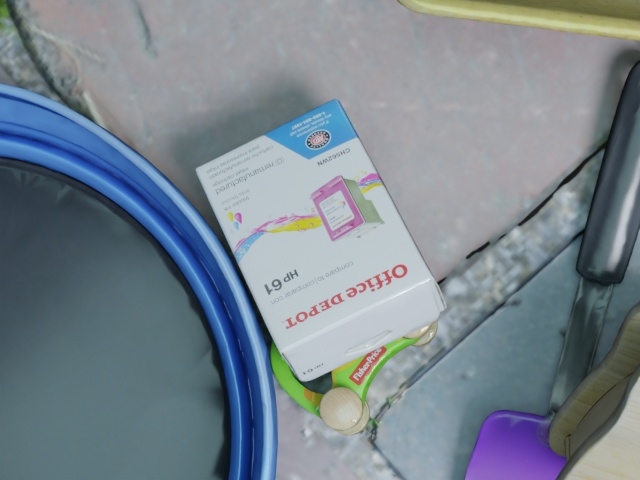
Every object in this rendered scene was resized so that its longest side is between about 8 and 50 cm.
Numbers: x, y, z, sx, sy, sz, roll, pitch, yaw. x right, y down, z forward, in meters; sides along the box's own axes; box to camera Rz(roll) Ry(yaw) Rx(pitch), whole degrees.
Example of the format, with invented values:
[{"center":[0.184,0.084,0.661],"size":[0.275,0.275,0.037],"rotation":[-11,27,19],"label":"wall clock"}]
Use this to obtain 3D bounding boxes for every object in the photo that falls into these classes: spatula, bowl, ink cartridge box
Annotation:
[{"center":[0.143,0.043,0.805],"size":[0.084,0.030,0.296],"rotation":[15,85,7],"label":"spatula"},{"center":[-0.214,0.108,0.816],"size":[0.391,0.077,0.391],"rotation":[-1,83,6],"label":"bowl"},{"center":[0.000,0.000,0.795],"size":[0.088,0.052,0.122],"rotation":[-27,65,0],"label":"ink cartridge box"}]

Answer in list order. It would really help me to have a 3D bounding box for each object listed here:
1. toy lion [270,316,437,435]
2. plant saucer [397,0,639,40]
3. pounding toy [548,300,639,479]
[{"center":[0.008,0.042,0.823],"size":[0.096,0.034,0.100],"rotation":[36,86,17],"label":"toy lion"},{"center":[0.226,-0.253,0.808],"size":[0.333,0.081,0.332],"rotation":[9,83,8],"label":"plant saucer"},{"center":[0.251,0.113,0.759],"size":[0.270,0.155,0.154],"rotation":[12,111,3],"label":"pounding toy"}]
